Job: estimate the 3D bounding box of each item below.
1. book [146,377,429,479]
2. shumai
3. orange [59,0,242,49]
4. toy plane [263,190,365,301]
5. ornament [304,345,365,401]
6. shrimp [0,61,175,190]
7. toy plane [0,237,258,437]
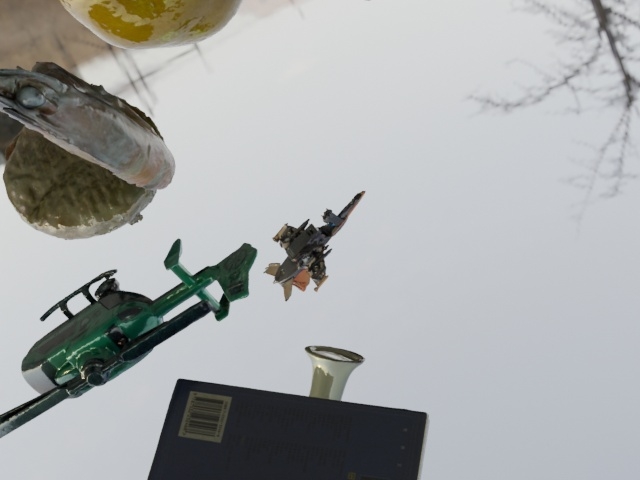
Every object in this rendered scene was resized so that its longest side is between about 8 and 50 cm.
[{"bbox_3d":[-0.038,0.241,1.126,0.269,0.025,0.190,7,-123,10],"label":"book"},{"bbox_3d":[-0.274,-0.083,1.367,0.201,0.201,0.120,-26,158,-2],"label":"shumai"},{"bbox_3d":[-0.201,-0.366,1.352,0.235,0.279,0.279,-15,-158,39],"label":"orange"},{"bbox_3d":[-0.007,-0.004,1.600,0.188,0.062,0.135,-54,-134,18],"label":"toy plane"},{"bbox_3d":[-0.001,0.204,1.320,0.075,0.156,0.081,11,-173,-11],"label":"ornament"},{"bbox_3d":[-0.244,-0.130,1.109,0.062,0.164,0.317,-50,159,7],"label":"shrimp"},{"bbox_3d":[-0.139,0.061,0.804,0.235,0.060,0.096,-32,-158,17],"label":"toy plane"}]
